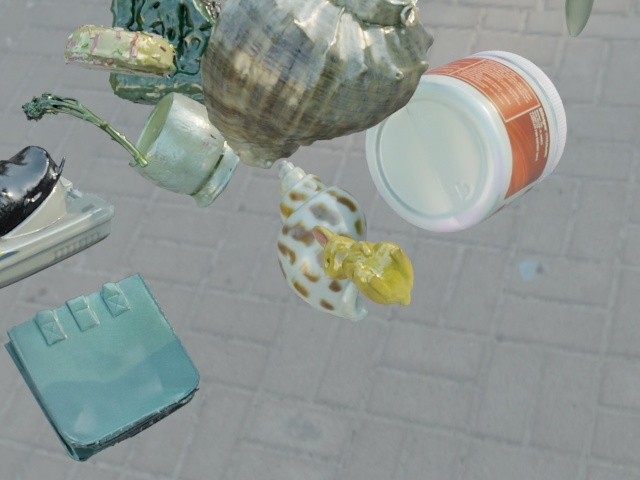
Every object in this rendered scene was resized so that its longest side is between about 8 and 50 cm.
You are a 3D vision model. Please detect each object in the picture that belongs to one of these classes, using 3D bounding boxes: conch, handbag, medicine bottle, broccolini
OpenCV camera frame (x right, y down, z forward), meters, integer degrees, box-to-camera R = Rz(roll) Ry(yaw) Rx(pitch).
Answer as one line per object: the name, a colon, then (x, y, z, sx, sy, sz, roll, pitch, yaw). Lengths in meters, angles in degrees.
conch: (0.000, 0.000, 1.650, 0.148, 0.183, 0.275, -2, 80, -14)
handbag: (-0.375, 0.222, 1.763, 0.268, 0.100, 0.274, -28, 67, -27)
medicine bottle: (0.235, -0.163, 1.618, 0.252, 0.253, 0.240, 26, 35, 29)
conch: (0.009, -0.178, 1.032, 0.159, 0.210, 0.291, 42, 114, 30)
medicine bottle: (-0.208, -0.142, 1.583, 0.147, 0.143, 0.147, -46, 27, 32)
broccolini: (-0.325, -0.160, 1.398, 0.194, 0.052, 0.054, 27, 36, 6)

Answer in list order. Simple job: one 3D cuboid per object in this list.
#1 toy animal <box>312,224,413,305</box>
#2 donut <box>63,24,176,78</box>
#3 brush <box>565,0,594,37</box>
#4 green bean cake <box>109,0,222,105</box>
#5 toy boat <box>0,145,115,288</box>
toy animal: (0.041, 0.026, 1.233, 0.159, 0.083, 0.070, 26, 69, 44)
donut: (-0.307, -0.292, 1.540, 0.174, 0.174, 0.068, 10, 94, 20)
brush: (0.196, -0.251, 0.687, 0.042, 0.299, 0.039, -15, 53, -4)
green bean cake: (-0.283, -0.436, 2.092, 0.300, 0.169, 0.308, 2, 93, 9)
toy boat: (-0.329, -0.017, 0.925, 0.140, 0.141, 0.269, 34, 30, 32)
